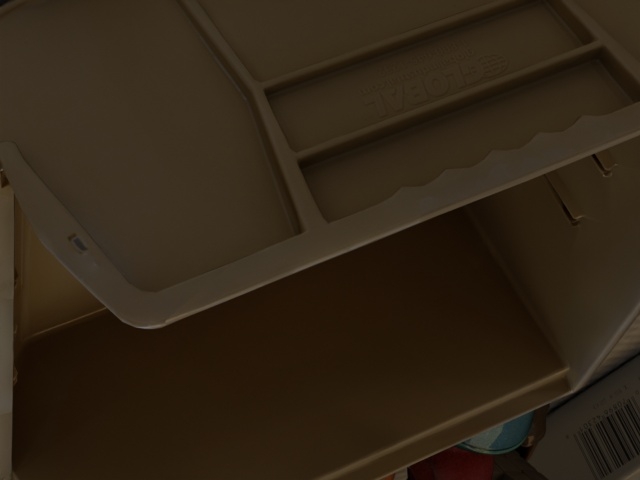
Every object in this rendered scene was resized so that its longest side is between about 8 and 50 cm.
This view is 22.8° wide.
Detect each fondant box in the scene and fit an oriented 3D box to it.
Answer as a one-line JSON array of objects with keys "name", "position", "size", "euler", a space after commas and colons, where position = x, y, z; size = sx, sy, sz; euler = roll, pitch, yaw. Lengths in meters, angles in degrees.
[{"name": "fondant box", "position": [0.348, 0.204, 1.385], "size": [0.238, 0.096, 0.330], "euler": [-36, 138, 17]}]

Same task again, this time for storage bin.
[{"name": "storage bin", "position": [0.000, 0.000, 0.577], "size": [0.260, 0.123, 0.262], "euler": [-22, 158, -21]}]

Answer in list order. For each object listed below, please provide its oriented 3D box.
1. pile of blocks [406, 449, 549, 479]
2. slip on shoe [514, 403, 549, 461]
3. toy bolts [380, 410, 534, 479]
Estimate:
[{"name": "pile of blocks", "position": [0.023, 0.271, 1.193], "size": [0.112, 0.149, 0.362], "euler": [13, 133, -41]}, {"name": "slip on shoe", "position": [0.154, 0.133, 1.193], "size": [0.051, 0.041, 0.135], "euler": [-20, 157, -24]}, {"name": "toy bolts", "position": [0.067, 0.127, 0.882], "size": [0.228, 0.218, 0.158], "euler": [-34, 162, -48]}]
